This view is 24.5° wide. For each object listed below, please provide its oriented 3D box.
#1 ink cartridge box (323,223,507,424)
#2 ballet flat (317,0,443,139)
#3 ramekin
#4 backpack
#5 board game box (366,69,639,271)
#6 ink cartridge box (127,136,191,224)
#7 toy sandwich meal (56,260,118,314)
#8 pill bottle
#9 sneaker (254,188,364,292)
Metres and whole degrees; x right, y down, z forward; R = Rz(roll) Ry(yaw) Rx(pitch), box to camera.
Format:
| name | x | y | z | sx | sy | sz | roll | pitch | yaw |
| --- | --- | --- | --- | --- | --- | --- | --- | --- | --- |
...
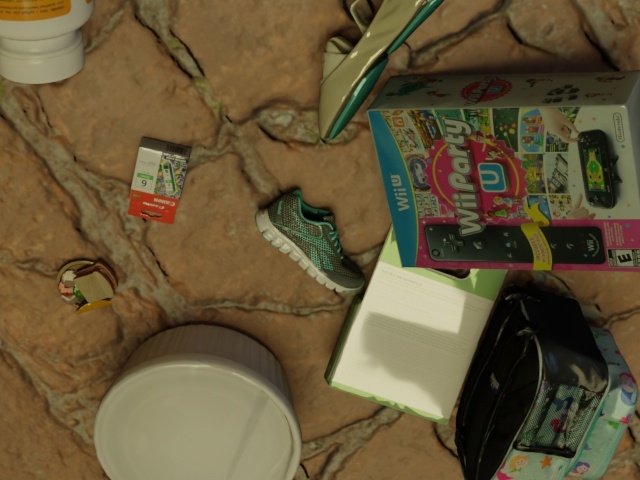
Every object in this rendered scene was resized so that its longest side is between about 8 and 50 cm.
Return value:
| name | x | y | z | sx | sy | sz | roll | pitch | yaw |
| --- | --- | --- | --- | --- | --- | --- | --- | --- | --- |
| ink cartridge box | 0.124 | 0.103 | 1.905 | 0.171 | 0.056 | 0.235 | 19 | 96 | -10 |
| ballet flat | 0.054 | -0.228 | 1.695 | 0.086 | 0.086 | 0.248 | 32 | 116 | -16 |
| ramekin | -0.156 | 0.233 | 1.953 | 0.273 | 0.127 | 0.273 | 1 | 121 | 2 |
| backpack | 0.273 | 0.210 | 1.858 | 0.191 | 0.225 | 0.253 | 19 | 112 | -14 |
| board game box | 0.228 | -0.078 | 1.707 | 0.303 | 0.097 | 0.224 | 1 | 123 | 26 |
| ink cartridge box | -0.202 | -0.067 | 1.825 | 0.063 | 0.029 | 0.115 | 13 | 121 | -6 |
| toy sandwich meal | -0.303 | 0.062 | 1.909 | 0.085 | 0.029 | 0.085 | 1 | 122 | 2 |
| pill bottle | -0.320 | -0.304 | 1.620 | 0.136 | 0.136 | 0.246 | 1 | 122 | 2 |
| sneaker | 0.000 | 0.000 | 1.841 | 0.166 | 0.065 | 0.076 | 37 | 112 | -20 |
